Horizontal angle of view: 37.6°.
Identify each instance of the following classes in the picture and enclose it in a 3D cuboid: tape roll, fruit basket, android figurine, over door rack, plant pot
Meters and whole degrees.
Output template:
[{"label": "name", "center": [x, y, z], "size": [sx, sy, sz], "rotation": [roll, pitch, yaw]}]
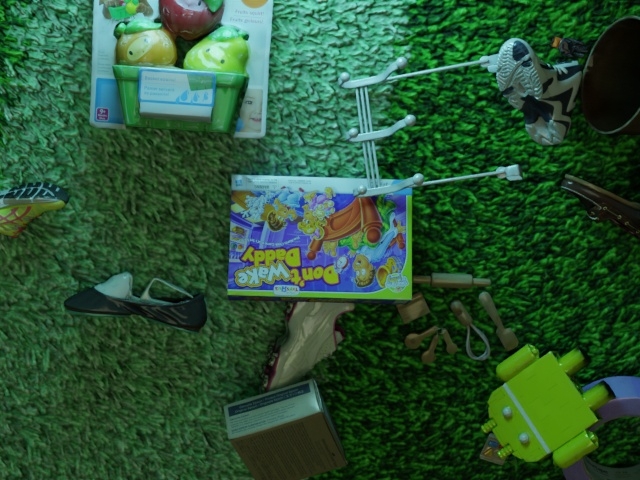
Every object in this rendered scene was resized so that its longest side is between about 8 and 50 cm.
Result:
[{"label": "tape roll", "center": [0.634, 0.424, 1.961], "size": [0.274, 0.090, 0.275], "rotation": [3, 112, 7]}, {"label": "fruit basket", "center": [-0.250, -0.368, 1.694], "size": [0.326, 0.165, 0.353], "rotation": [4, 102, -3]}, {"label": "android figurine", "center": [0.453, 0.341, 1.915], "size": [0.273, 0.056, 0.248], "rotation": [-38, 66, 20]}, {"label": "over door rack", "center": [0.207, -0.217, 1.742], "size": [0.324, 0.108, 0.240], "rotation": [-7, 84, 0]}, {"label": "plant pot", "center": [0.644, -0.285, 1.745], "size": [0.230, 0.215, 0.215], "rotation": [8, 106, -19]}]

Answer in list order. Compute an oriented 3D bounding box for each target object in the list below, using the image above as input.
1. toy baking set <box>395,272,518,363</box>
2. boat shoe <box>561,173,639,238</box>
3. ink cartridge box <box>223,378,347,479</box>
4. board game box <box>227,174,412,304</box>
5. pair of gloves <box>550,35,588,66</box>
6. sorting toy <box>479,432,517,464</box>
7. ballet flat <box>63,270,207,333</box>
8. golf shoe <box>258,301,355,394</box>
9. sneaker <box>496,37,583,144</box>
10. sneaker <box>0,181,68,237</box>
[{"label": "toy baking set", "center": [0.280, 0.158, 1.931], "size": [0.256, 0.030, 0.197], "rotation": [-1, 108, -2]}, {"label": "boat shoe", "center": [0.563, -0.065, 1.854], "size": [0.207, 0.073, 0.073], "rotation": [23, 101, -8]}, {"label": "ink cartridge box", "center": [-0.067, 0.395, 1.896], "size": [0.193, 0.088, 0.235], "rotation": [-18, 138, 2]}, {"label": "board game box", "center": [0.000, 0.000, 1.800], "size": [0.347, 0.078, 0.233], "rotation": [1, 79, -3]}, {"label": "pair of gloves", "center": [0.471, -0.347, 1.805], "size": [0.074, 0.010, 0.083], "rotation": [13, 103, -3]}, {"label": "sorting toy", "center": [0.391, 0.454, 2.022], "size": [0.083, 0.012, 0.062], "rotation": [19, 104, -7]}, {"label": "ballet flat", "center": [-0.361, 0.115, 1.865], "size": [0.280, 0.095, 0.096], "rotation": [11, 95, -16]}, {"label": "golf shoe", "center": [-0.031, 0.220, 1.892], "size": [0.140, 0.115, 0.306], "rotation": [19, 105, -11]}, {"label": "sneaker", "center": [0.413, -0.308, 1.737], "size": [0.235, 0.094, 0.153], "rotation": [50, 56, -29]}, {"label": "sneaker", "center": [-0.582, -0.053, 1.817], "size": [0.208, 0.081, 0.094], "rotation": [-8, 113, 7]}]
